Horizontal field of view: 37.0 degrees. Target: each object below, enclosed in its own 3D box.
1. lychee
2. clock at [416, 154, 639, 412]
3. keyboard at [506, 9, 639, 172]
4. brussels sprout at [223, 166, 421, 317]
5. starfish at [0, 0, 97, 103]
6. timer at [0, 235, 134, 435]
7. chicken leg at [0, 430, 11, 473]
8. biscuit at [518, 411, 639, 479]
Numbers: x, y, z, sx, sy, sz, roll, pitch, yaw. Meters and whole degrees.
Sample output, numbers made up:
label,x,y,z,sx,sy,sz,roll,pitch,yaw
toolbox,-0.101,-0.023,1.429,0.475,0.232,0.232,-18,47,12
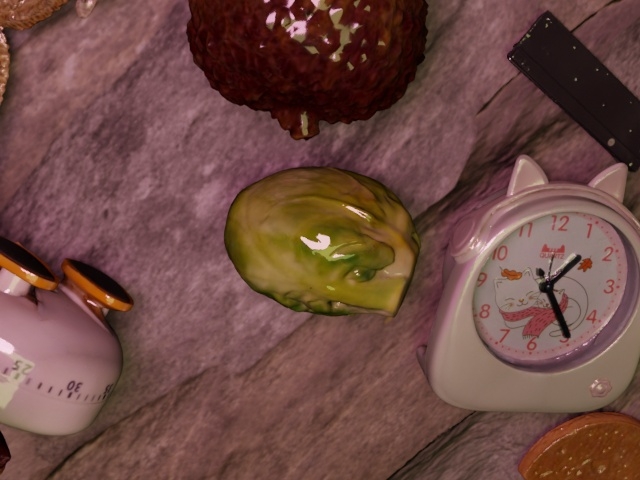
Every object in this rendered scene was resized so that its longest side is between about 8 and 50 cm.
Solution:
label,x,y,z,sx,sy,sz,roll,pitch,yaw
lychee,-0.010,-0.233,0.927,0.236,0.236,0.271,2,86,-11
clock,0.269,0.051,1.158,0.265,0.108,0.324,5,110,-11
keyboard,0.316,-0.171,1.122,0.231,0.023,0.072,36,95,-22
brussels sprout,0.000,0.000,1.037,0.223,0.223,0.161,9,94,-14
starfish,-0.359,-0.235,0.927,0.327,0.094,0.375,-10,101,11
timer,-0.336,0.127,1.008,0.233,0.233,0.240,31,92,-20
chicken leg,-0.354,0.037,0.851,0.096,0.407,0.158,-2,152,-42
biscuit,0.381,0.301,1.325,0.221,0.029,0.141,-5,114,-8
